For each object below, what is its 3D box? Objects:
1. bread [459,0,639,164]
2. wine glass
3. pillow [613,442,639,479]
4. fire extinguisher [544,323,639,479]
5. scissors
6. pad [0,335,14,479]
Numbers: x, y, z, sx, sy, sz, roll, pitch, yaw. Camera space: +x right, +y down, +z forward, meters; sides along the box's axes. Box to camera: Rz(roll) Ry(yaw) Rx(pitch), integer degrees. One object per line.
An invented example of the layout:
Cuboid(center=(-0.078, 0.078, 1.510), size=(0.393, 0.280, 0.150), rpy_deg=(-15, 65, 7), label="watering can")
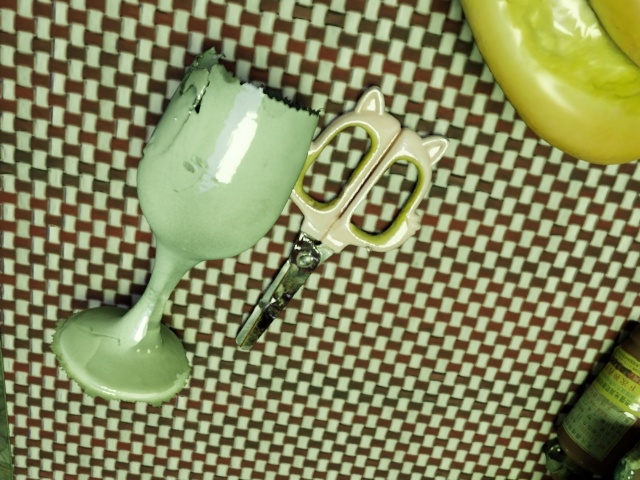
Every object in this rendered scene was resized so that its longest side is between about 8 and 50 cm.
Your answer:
Cuboid(center=(0.234, -0.215, 0.347), size=(0.270, 0.211, 0.316), rpy_deg=(-25, 105, 24), label="bread")
Cuboid(center=(-0.121, -0.005, 0.462), size=(0.143, 0.143, 0.321), rpy_deg=(30, 106, -11), label="wine glass")
Cuboid(center=(0.362, 0.289, 0.563), size=(0.255, 0.034, 0.189), rpy_deg=(-3, 112, -41), label="pillow")
Cuboid(center=(0.345, 0.227, 0.584), size=(0.106, 0.075, 0.252), rpy_deg=(26, 106, 0), label="fire extinguisher")
Cuboid(center=(0.000, 0.000, 0.526), size=(0.160, 0.024, 0.318), rpy_deg=(32, 106, -12), label="scissors")
Cuboid(center=(-0.505, 0.242, 0.610), size=(0.247, 0.007, 0.368), rpy_deg=(7, 109, -4), label="pad")
